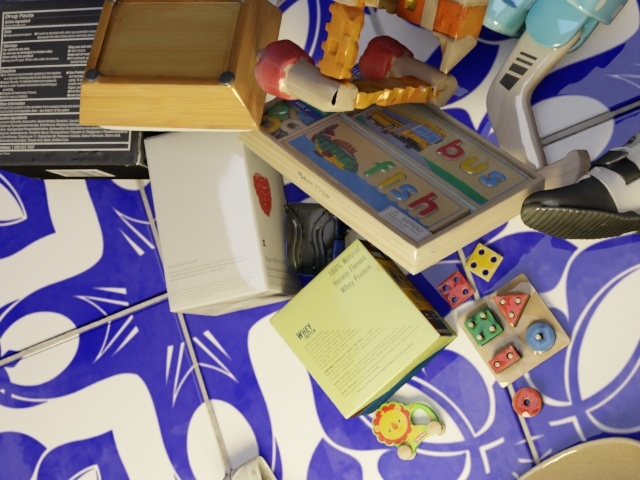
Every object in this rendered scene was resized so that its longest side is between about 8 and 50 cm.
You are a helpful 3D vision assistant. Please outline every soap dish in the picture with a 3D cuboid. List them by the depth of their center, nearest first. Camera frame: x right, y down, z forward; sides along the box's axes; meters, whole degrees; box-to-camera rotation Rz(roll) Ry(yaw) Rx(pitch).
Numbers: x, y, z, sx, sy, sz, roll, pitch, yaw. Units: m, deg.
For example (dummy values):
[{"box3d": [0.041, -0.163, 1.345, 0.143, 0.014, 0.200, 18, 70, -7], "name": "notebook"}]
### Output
[{"box3d": [-0.220, -0.282, 1.744, 0.291, 0.118, 0.228, 3, 61, 12], "name": "soap dish"}]

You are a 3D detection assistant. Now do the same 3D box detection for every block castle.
[{"box3d": [0.081, -0.419, 1.630, 0.213, 0.303, 0.453, 32, 121, 40], "name": "block castle"}]

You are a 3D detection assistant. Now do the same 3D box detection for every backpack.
[{"box3d": [0.000, 0.000, 1.854, 0.098, 0.101, 0.120, 2, 89, 26], "name": "backpack"}]

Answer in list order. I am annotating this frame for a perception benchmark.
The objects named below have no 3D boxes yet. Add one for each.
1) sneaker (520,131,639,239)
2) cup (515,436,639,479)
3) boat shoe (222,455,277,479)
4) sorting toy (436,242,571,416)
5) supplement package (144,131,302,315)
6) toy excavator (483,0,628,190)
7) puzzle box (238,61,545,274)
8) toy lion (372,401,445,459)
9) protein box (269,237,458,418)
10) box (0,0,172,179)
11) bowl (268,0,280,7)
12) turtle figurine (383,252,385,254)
[{"box3d": [0.441, -0.084, 1.669, 0.331, 0.122, 0.146, -3, 75, -17], "name": "sneaker"}, {"box3d": [0.390, 0.475, 1.586, 0.331, 0.331, 0.237, -34, 101, 12], "name": "cup"}, {"box3d": [-0.057, 0.473, 1.829, 0.088, 0.096, 0.267, -41, 65, 15], "name": "boat shoe"}, {"box3d": [0.294, 0.133, 1.770, 0.132, 0.046, 0.274, -36, 74, 11], "name": "sorting toy"}, {"box3d": [-0.158, -0.037, 1.871, 0.175, 0.177, 0.292, -13, 80, 17], "name": "supplement package"}, {"box3d": [0.335, -0.331, 1.750, 0.433, 0.222, 0.445, 44, 112, 17], "name": "toy excavator"}, {"box3d": [0.103, -0.127, 1.720, 0.409, 0.272, 0.052, 38, 142, 34], "name": "puzzle box"}, {"box3d": [0.136, 0.296, 1.813, 0.100, 0.034, 0.096, -40, 70, 10], "name": "toy lion"}, {"box3d": [0.069, 0.140, 1.797, 0.200, 0.136, 0.201, -43, 73, 10], "name": "protein box"}, {"box3d": [-0.401, -0.261, 1.975, 0.296, 0.183, 0.294, 1, 85, 17], "name": "box"}, {"box3d": [-0.137, -0.412, 1.973, 0.142, 0.053, 0.142, 26, 93, 20], "name": "bowl"}, {"box3d": [0.108, -0.063, 1.818, 0.175, 0.118, 0.234, -2, 66, 1], "name": "turtle figurine"}]
